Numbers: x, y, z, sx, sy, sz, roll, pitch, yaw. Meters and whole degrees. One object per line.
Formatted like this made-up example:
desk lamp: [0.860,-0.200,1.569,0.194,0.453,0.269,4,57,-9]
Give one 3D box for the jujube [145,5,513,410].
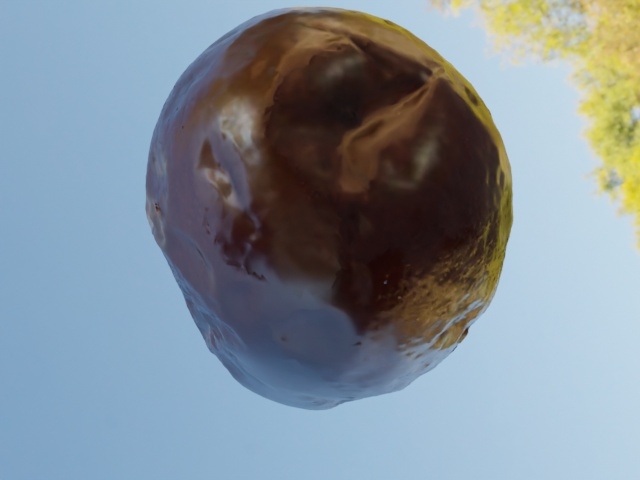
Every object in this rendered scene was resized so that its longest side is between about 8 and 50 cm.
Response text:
jujube: [0.000,0.000,0.587,0.223,0.318,0.223,3,-116,-6]
